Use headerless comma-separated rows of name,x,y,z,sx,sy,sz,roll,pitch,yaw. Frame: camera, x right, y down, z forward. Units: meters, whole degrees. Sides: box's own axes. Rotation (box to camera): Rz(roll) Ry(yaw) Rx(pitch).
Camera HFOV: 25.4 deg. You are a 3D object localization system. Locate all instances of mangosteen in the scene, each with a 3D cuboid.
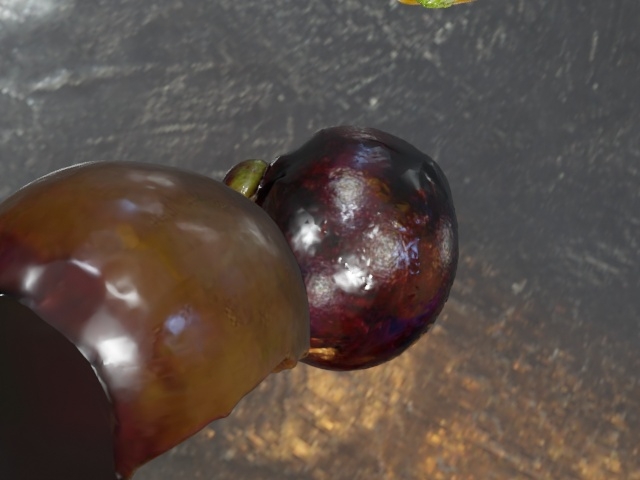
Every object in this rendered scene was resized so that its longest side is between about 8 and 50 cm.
mangosteen,0.019,-0.001,1.658,0.293,0.297,0.297,41,128,-12

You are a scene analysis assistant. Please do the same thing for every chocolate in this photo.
chocolate,-0.067,0.030,0.522,0.124,0.133,0.127,23,121,13

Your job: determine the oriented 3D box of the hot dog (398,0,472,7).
hot dog,0.149,-0.310,1.720,0.133,0.041,0.056,-8,90,-3
